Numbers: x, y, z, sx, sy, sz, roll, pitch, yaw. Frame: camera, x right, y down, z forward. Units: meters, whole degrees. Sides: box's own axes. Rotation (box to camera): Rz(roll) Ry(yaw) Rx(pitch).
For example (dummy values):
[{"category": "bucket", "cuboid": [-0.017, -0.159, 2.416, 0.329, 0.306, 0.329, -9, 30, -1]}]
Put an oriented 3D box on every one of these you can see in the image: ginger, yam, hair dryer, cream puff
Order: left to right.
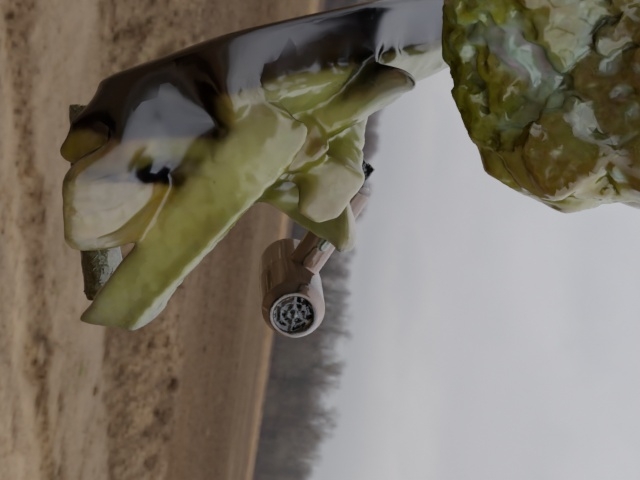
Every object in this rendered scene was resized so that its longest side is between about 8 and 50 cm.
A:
[{"category": "yam", "cuboid": [-0.288, -0.049, 1.195, 0.061, 0.061, 0.253, -88, 175, -84]}, {"category": "ginger", "cuboid": [-0.055, -0.074, 0.871, 0.358, 0.413, 0.211, 2, -70, 67]}, {"category": "hair dryer", "cuboid": [0.000, 0.000, 0.914, 0.182, 0.064, 0.117, -58, -163, 19]}, {"category": "cream puff", "cuboid": [0.225, -0.152, 0.718, 0.185, 0.281, 0.282, -56, 157, -70]}]
